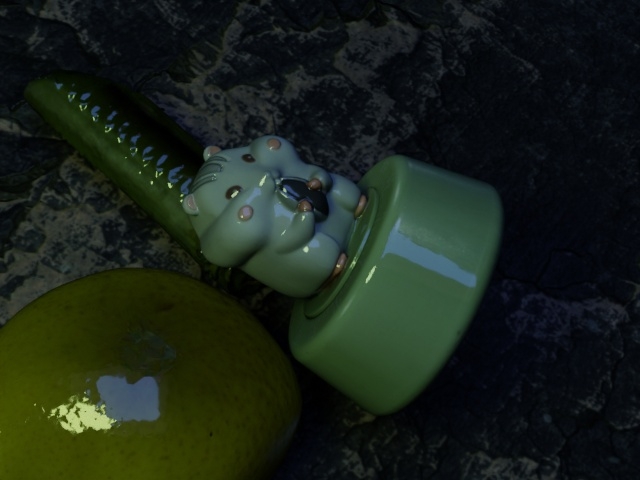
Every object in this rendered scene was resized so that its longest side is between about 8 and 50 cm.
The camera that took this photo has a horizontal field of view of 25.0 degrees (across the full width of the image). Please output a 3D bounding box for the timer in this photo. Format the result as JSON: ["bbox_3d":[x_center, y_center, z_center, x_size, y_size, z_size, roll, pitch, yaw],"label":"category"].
[{"bbox_3d":[0.000,0.000,1.590,0.315,0.291,0.290,28,52,-14],"label":"timer"}]

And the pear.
[{"bbox_3d":[-0.207,0.159,1.526,0.386,0.191,0.340,-16,58,-26],"label":"pear"}]

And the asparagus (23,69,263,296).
[{"bbox_3d":[-0.193,-0.087,1.756,0.382,0.108,0.128,41,59,15],"label":"asparagus"}]
